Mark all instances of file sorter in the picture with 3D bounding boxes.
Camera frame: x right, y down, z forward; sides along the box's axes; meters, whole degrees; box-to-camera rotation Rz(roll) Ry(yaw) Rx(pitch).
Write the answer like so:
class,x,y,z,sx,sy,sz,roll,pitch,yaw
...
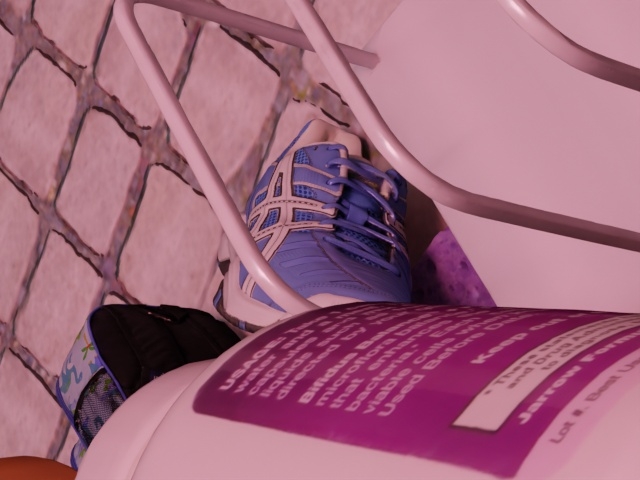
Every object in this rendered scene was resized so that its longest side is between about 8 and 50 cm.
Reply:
class,x,y,z,sx,sy,sz,roll,pitch,yaw
file sorter,0.088,-0.111,0.687,0.277,0.173,0.193,-48,52,26

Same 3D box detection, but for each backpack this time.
class,x,y,z,sx,sy,sz,roll,pitch,yaw
backpack,-0.076,0.087,0.951,0.114,0.105,0.084,53,125,45

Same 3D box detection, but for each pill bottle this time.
class,x,y,z,sx,sy,sz,roll,pitch,yaw
pill bottle,0.043,0.102,0.554,0.301,0.169,0.169,1,87,59

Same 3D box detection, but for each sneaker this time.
class,x,y,z,sx,sy,sz,roll,pitch,yaw
sneaker,0.000,0.000,0.845,0.081,0.080,0.211,-66,17,10

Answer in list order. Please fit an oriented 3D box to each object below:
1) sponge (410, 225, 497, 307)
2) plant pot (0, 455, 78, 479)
class,x,y,z,sx,sy,sz,roll,pitch,yaw
sponge,0.075,0.053,0.827,0.210,0.031,0.117,-56,48,30
plant pot,-0.063,0.222,0.819,0.291,0.203,0.291,16,109,52
